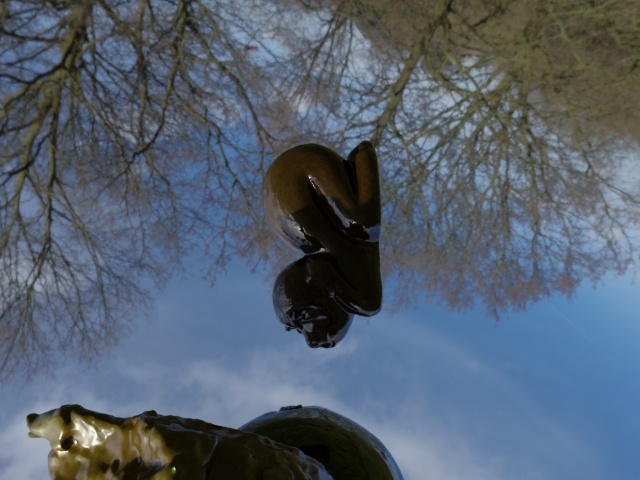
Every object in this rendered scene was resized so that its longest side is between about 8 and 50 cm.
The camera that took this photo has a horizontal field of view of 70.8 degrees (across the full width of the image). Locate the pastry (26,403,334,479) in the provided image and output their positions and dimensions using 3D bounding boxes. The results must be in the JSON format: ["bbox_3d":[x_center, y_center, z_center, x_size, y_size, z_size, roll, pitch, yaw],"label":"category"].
[{"bbox_3d":[-0.097,0.232,0.360,0.240,0.235,0.132,-4,-129,18],"label":"pastry"}]

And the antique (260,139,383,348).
[{"bbox_3d":[0.000,0.000,0.552,0.143,0.257,0.121,-1,171,-8],"label":"antique"}]

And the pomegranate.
[{"bbox_3d":[-0.047,0.400,0.587,0.216,0.309,0.359,42,-138,-53],"label":"pomegranate"}]
